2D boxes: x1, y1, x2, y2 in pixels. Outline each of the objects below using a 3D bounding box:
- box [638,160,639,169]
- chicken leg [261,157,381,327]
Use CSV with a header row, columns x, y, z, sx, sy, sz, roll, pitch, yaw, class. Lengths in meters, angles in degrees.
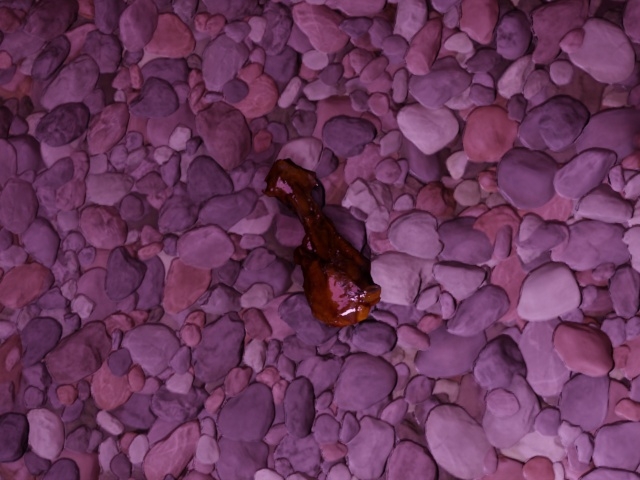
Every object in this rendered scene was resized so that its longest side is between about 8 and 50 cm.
x,y,z,sx,sy,sz,roll,pitch,yaw,class
0.601,-0.074,1.814,0.174,0.076,0.274,-45,68,1,box
0.000,0.000,1.993,0.113,0.093,0.304,-21,62,-6,chicken leg
